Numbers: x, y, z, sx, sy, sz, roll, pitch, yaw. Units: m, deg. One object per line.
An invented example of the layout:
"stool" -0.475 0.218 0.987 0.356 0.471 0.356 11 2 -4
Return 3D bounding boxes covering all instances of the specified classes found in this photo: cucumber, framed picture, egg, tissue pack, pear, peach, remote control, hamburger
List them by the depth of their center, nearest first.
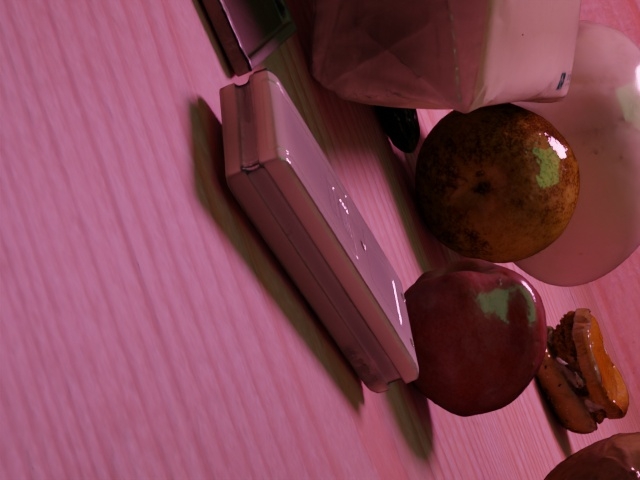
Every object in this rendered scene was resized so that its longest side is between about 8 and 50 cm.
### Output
"remote control" 0.000 0.000 1.240 0.103 0.055 0.277 -98 162 -45
"framed picture" -0.112 -0.315 1.364 0.247 0.022 0.335 -63 130 -72
"peach" 0.133 0.095 1.485 0.152 0.152 0.152 -22 90 -77
"tissue pack" 0.149 -0.290 1.685 0.380 0.207 0.297 -19 115 -65
"cucumber" 0.068 -0.199 1.832 0.215 0.052 0.058 65 34 -16
"pear" 0.202 -0.064 1.862 0.197 0.197 0.197 -22 90 -77
"egg" 0.322 -0.109 2.061 0.283 0.283 0.345 -70 153 -71
"hamburger" 0.369 0.193 2.302 0.185 0.113 0.177 20 55 -62

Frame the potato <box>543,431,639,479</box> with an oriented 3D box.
"potato" 0.326 0.343 1.583 0.301 0.237 0.289 -22 91 -77
